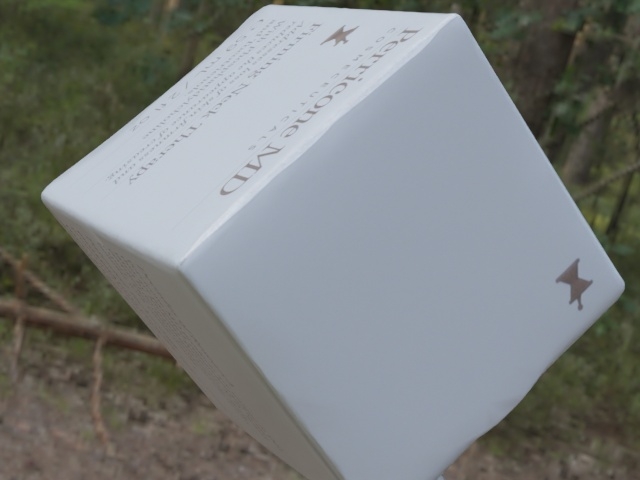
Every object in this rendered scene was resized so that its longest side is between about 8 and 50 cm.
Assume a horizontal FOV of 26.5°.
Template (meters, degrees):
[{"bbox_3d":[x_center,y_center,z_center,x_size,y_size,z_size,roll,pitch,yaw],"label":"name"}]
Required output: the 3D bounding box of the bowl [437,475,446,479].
[{"bbox_3d":[0.049,0.276,1.390,0.142,0.142,0.053,-31,82,-31],"label":"bowl"}]

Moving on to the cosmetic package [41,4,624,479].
[{"bbox_3d":[0.000,0.000,1.305,0.327,0.329,0.393,54,-16,-25],"label":"cosmetic package"}]
